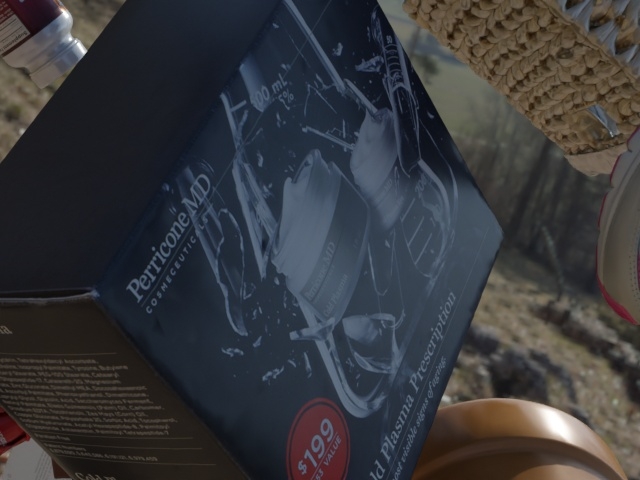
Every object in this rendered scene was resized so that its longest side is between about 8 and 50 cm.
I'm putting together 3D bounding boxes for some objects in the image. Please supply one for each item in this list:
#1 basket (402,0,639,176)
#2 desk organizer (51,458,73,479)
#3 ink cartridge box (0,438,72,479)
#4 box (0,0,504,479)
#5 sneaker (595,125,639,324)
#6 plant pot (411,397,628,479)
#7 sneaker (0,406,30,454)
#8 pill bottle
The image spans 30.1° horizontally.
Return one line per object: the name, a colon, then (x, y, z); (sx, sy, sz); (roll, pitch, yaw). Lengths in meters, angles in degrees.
basket: (0.286, -0.268, 1.053); (0.266, 0.331, 0.328); (40, -3, -3)
desk organizer: (-0.233, 0.247, 1.191); (0.050, 0.130, 0.047); (-2, 14, 11)
ink cartridge box: (-0.277, 0.295, 1.476); (0.239, 0.275, 0.060); (23, 5, 22)
box: (-0.051, 0.017, 0.827); (0.179, 0.312, 0.343); (-5, 44, 37)
sneaker: (0.256, -0.043, 0.632); (0.103, 0.252, 0.111); (41, 7, -31)
plant pot: (0.154, 0.307, 0.986); (0.290, 0.291, 0.203); (12, 21, -14)
sneaker: (-0.250, 0.160, 1.086); (0.221, 0.087, 0.128); (-20, 19, 34)
pill bottle: (-0.315, -0.238, 1.238); (0.152, 0.086, 0.086); (53, 5, -18)
